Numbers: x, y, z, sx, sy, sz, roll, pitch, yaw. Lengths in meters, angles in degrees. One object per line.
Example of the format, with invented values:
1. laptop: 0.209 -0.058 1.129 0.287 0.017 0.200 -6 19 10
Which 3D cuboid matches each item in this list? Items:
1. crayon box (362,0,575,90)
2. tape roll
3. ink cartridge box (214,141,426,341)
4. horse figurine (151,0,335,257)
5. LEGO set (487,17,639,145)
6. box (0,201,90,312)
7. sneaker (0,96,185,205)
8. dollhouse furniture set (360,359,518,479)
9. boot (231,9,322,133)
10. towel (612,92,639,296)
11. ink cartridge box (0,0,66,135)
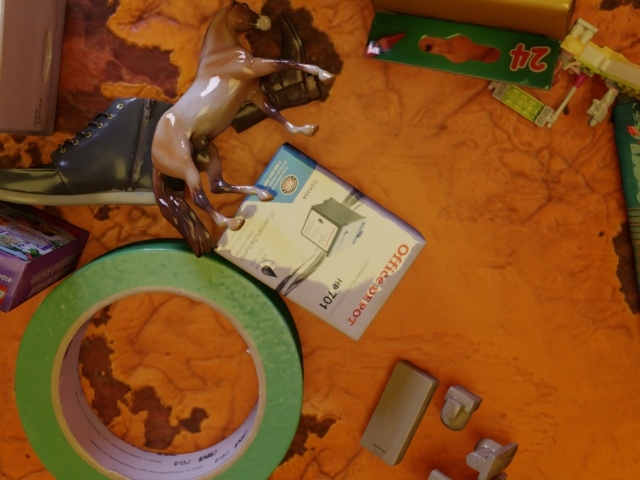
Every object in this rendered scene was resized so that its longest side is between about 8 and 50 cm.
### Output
1. crayon box: 0.165 -0.322 0.692 0.202 0.081 0.319 13 88 17
2. tape roll: -0.179 0.160 0.828 0.321 0.077 0.322 0 99 -2
3. ink cartridge box: 0.000 0.000 0.803 0.190 0.082 0.140 33 97 -5
4. horse figurine: -0.101 -0.117 0.743 0.174 0.066 0.263 32 93 20
5. LEGO set: 0.282 -0.156 0.756 0.287 0.132 0.107 36 103 16
6. box: -0.405 -0.031 0.727 0.293 0.201 0.057 25 98 -5
7. sneaker: -0.260 -0.097 0.778 0.221 0.083 0.118 -1 94 -19
8. dollhouse furniture set: 0.152 0.242 0.874 0.151 0.123 0.144 28 100 29
9. boot: -0.068 -0.185 0.794 0.114 0.037 0.107 -20 97 7
10. towel: 0.493 -0.018 0.834 0.271 0.040 0.371 -12 102 2
11. ink cartridge box: -0.397 -0.203 0.713 0.232 0.168 0.171 7 98 -3
